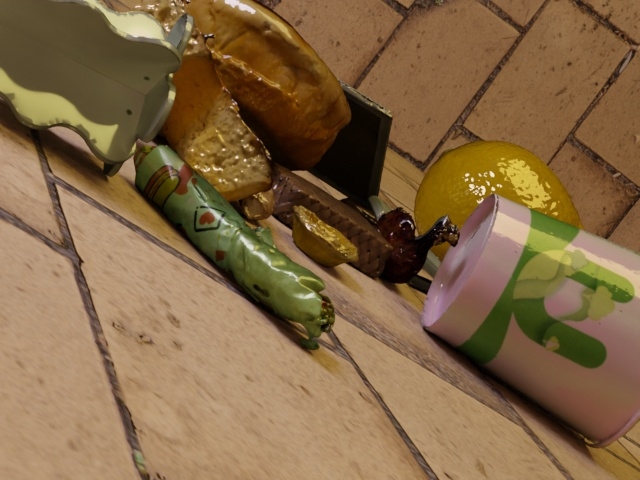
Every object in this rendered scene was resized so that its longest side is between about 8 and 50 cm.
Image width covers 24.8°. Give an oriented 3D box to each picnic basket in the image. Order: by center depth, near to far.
[{"bbox_3d":[0.007,-0.027,1.842,0.193,0.055,0.110,33,9,-34],"label":"picnic basket"}]

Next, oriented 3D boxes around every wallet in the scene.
[{"bbox_3d":[0.070,-0.018,2.114,0.118,0.038,0.153,40,10,11],"label":"wallet"}]

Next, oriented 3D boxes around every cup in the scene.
[{"bbox_3d":[0.283,0.084,1.778,0.274,0.253,0.253,29,9,-6],"label":"cup"}]

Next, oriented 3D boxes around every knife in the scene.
[{"bbox_3d":[0.176,0.072,2.122,0.072,0.019,0.245,42,11,38],"label":"knife"}]

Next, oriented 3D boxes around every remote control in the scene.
[{"bbox_3d":[0.127,-0.002,2.097,0.162,0.029,0.061,41,16,-31],"label":"remote control"}]

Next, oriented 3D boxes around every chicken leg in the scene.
[{"bbox_3d":[0.114,0.006,1.903,0.051,0.106,0.253,28,-5,-17],"label":"chicken leg"}]

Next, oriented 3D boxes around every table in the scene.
[{"bbox_3d":[-0.238,-0.170,1.293,0.198,0.166,0.166,25,12,-23],"label":"table"}]

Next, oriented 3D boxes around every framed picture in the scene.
[{"bbox_3d":[-0.001,-0.166,2.078,0.231,0.018,0.293,34,-22,12],"label":"framed picture"}]

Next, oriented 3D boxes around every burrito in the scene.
[{"bbox_3d":[-0.071,0.005,1.344,0.288,0.054,0.104,41,7,36],"label":"burrito"}]

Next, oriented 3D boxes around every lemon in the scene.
[{"bbox_3d":[0.289,-0.024,2.355,0.320,0.245,0.245,54,13,18],"label":"lemon"}]

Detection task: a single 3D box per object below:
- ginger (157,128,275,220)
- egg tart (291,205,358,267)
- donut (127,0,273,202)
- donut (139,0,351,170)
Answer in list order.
[{"bbox_3d":[-0.162,-0.139,1.704,0.334,0.081,0.148,41,-7,20],"label":"ginger"},{"bbox_3d":[0.000,0.000,1.702,0.105,0.039,0.105,36,8,-6],"label":"egg tart"},{"bbox_3d":[-0.126,-0.136,1.568,0.259,0.101,0.152,60,-2,16],"label":"donut"},{"bbox_3d":[-0.111,-0.207,1.885,0.330,0.160,0.330,26,-15,7],"label":"donut"}]
